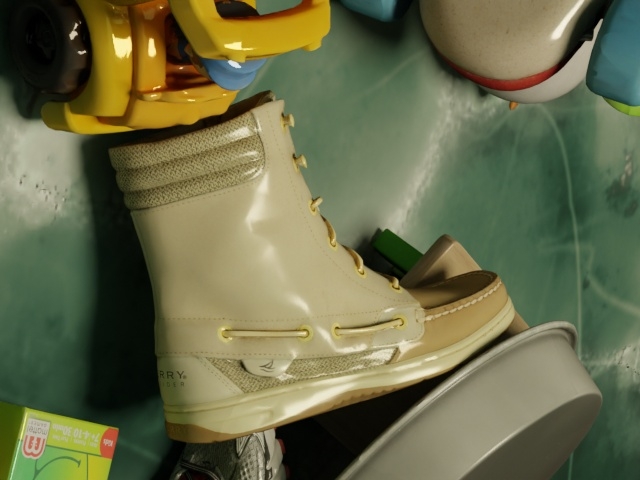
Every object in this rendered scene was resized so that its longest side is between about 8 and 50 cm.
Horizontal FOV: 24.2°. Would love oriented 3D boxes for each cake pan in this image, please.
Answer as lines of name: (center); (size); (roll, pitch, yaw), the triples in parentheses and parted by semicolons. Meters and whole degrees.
cake pan: (0.090, 0.178, 1.060); (0.293, 0.054, 0.293); (-35, 157, -17)

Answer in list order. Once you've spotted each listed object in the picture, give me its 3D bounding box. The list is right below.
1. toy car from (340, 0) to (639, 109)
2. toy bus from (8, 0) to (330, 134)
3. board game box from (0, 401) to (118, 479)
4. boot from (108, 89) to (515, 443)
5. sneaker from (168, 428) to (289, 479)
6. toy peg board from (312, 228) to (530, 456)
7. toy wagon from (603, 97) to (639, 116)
toy car: (0.158, -0.186, 1.079); (0.238, 0.219, 0.210); (52, 59, -74)
toy bus: (-0.057, -0.158, 0.815); (0.149, 0.211, 0.220); (-17, 115, -44)
board game box: (-0.182, 0.190, 0.878); (0.092, 0.043, 0.181); (27, 73, -59)
boot: (0.000, 0.000, 0.962); (0.262, 0.095, 0.203); (-16, 96, -26)
sneaker: (-0.089, 0.204, 0.979); (0.093, 0.088, 0.225); (21, 83, -39)
toy peg board: (0.061, 0.085, 1.122); (0.160, 0.079, 0.161); (-48, 133, -5)
toy wagon: (0.312, -0.265, 1.160); (0.267, 0.068, 0.344); (114, -2, -48)
